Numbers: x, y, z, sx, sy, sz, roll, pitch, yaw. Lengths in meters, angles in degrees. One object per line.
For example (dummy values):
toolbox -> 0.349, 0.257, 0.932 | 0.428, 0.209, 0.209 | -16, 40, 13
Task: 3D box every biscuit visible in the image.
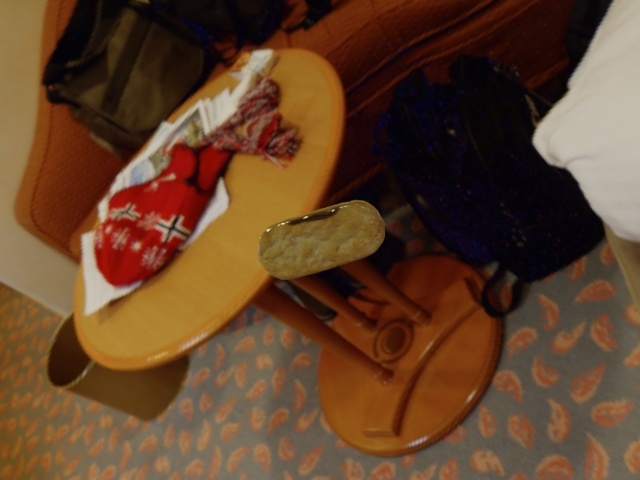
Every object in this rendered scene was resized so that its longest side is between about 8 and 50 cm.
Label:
biscuit -> 0.000, 0.000, 0.837 | 0.147, 0.071, 0.018 | -17, 24, 5
